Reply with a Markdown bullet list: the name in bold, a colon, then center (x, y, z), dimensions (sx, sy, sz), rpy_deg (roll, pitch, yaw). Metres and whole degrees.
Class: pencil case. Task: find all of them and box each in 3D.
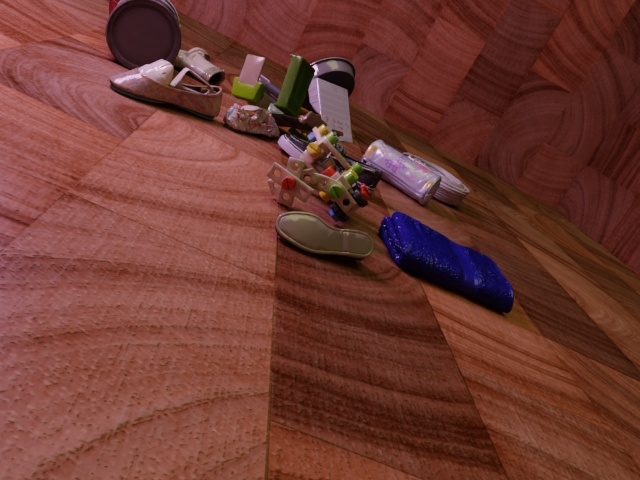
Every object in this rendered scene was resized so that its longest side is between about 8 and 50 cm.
- **pencil case**: center (0.269, -0.229, 2.095), dimensions (0.273, 0.113, 0.124), rpy_deg (34, 29, 16)

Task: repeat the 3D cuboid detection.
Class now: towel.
- **towel**: center (0.295, 0.042, 1.460), dimensions (0.309, 0.076, 0.227), rpy_deg (23, 18, -17)

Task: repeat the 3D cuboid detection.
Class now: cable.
- **cable**: center (0.432, -0.221, 2.358), dimensions (0.257, 0.089, 0.257), rpy_deg (10, 27, -47)

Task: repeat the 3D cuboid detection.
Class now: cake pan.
- **cake pan**: center (0.014, -0.614, 2.526), dimensions (0.293, 0.293, 0.054), rpy_deg (7, 53, -49)

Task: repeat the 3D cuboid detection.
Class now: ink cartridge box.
- **ink cartridge box**: center (0.040, -0.498, 2.436), dimensions (0.066, 0.232, 0.189), rpy_deg (-9, -9, 40)

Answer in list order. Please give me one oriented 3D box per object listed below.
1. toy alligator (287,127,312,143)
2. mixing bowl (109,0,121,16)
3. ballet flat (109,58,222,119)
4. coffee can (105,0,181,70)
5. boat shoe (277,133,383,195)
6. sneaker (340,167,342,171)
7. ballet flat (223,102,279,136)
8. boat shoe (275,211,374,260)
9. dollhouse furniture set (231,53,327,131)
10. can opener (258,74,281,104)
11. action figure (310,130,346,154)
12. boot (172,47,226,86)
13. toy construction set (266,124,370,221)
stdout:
- **toy alligator**: center (-0.019, -0.293, 1.946), dimensions (0.190, 0.056, 0.051), rpy_deg (22, 61, -23)
- **mixing bowl**: center (-0.652, -0.752, 2.155), dimensions (0.182, 0.098, 0.181), rpy_deg (26, 19, -10)
- **ballet flat**: center (-0.380, -0.397, 1.591), dimensions (0.316, 0.106, 0.107), rpy_deg (6, 29, -49)
- **coffee can**: center (-0.514, -0.620, 1.839), dimensions (0.202, 0.201, 0.275), rpy_deg (21, 19, -22)
- **boat shoe**: center (0.030, -0.238, 1.772), dimensions (0.307, 0.104, 0.113), rpy_deg (31, 18, 5)
- **sneaker**: center (0.039, -0.158, 1.629), dimensions (0.038, 0.069, 0.098), rpy_deg (30, 18, 4)
- **ballet flat**: center (-0.180, -0.342, 1.788), dimensions (0.091, 0.077, 0.241), rpy_deg (36, 19, 22)
- **boat shoe**: center (0.000, 0.000, 1.197), dimensions (0.206, 0.075, 0.065), rpy_deg (14, -20, -24)
- **dollhouse furniture set**: center (-0.102, -0.441, 1.884), dimensions (0.198, 0.151, 0.302), rpy_deg (18, -1, 23)
- **can opener**: center (-0.176, -0.550, 2.360), dimensions (0.283, 0.075, 0.095), rpy_deg (40, 22, 29)
- **action figure**: center (0.015, -0.354, 2.145), dimensions (0.137, 0.063, 0.232), rpy_deg (12, 28, -50)
- **boot**: center (-0.393, -0.590, 2.144), dimensions (0.165, 0.077, 0.213), rpy_deg (31, 23, 7)
- **toy construction set**: center (0.010, -0.150, 1.433), dimensions (0.215, 0.151, 0.327), rpy_deg (53, 26, -6)
